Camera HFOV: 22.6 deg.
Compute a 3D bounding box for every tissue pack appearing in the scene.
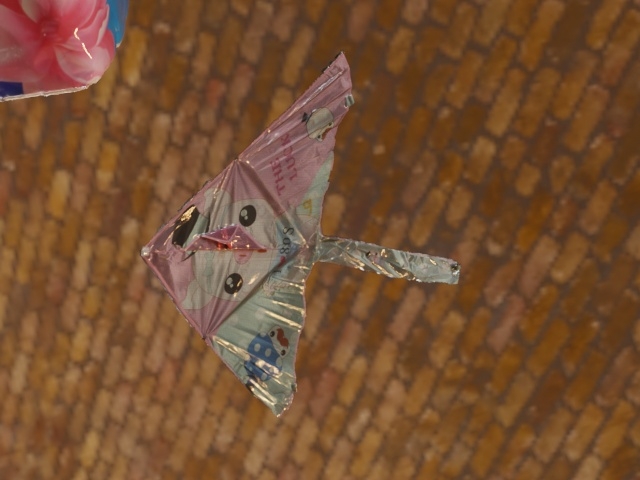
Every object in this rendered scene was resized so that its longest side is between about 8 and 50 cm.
[{"bbox_3d":[-0.250,-0.283,1.365,0.209,0.137,0.269,-88,166,-61],"label":"tissue pack"}]

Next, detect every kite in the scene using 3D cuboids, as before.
[{"bbox_3d":[0.000,0.000,0.572,0.005,0.152,0.137,25,-69,45],"label":"kite"}]
